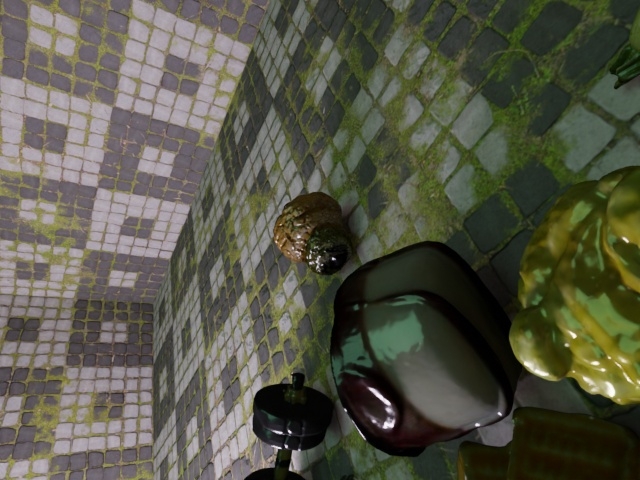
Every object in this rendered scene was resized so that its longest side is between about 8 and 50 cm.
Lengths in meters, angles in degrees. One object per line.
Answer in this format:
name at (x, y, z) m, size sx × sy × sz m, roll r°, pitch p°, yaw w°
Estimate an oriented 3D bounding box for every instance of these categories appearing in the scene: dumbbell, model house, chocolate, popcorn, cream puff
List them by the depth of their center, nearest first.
popcorn at (0.304, 0.032, 0.354) m, size 0.250 × 0.235 × 0.242 m, roll -3°, pitch 54°, yaw 40°
model house at (0.236, 0.307, 0.434) m, size 0.268 × 0.173 × 0.239 m, roll -17°, pitch 68°, yaw 53°
chocolate at (0.160, 0.141, 0.554) m, size 0.186 × 0.283 × 0.284 m, roll -24°, pitch 60°, yaw 34°
dumbbell at (-0.082, 0.489, 0.896) m, size 0.185 × 0.185 × 0.389 m, roll 11°, pitch 92°, yaw 59°
cream puff at (0.000, 0.000, 0.932) m, size 0.169 × 0.183 × 0.183 m, roll 53°, pitch 127°, yaw 35°

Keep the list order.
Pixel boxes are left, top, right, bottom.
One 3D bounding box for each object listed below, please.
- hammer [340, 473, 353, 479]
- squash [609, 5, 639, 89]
hammer at (0.114, 0.486, 0.722) m, size 0.287 × 0.033 × 0.111 m, roll -38°, pitch 51°, yaw 48°
squash at (0.395, -0.278, 0.437) m, size 0.094 × 0.094 × 0.225 m, roll 56°, pitch 134°, yaw 49°
